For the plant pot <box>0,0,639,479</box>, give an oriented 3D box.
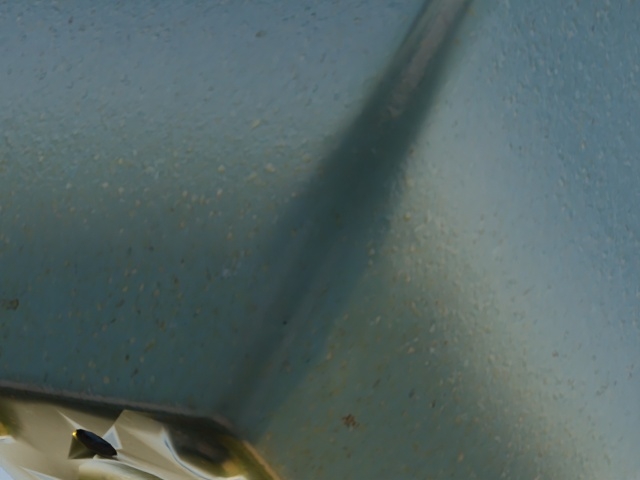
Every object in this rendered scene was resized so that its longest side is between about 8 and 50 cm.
[{"bbox_3d":[0.000,0.000,0.687,0.248,0.252,0.247,5,-36,38],"label":"plant pot"}]
